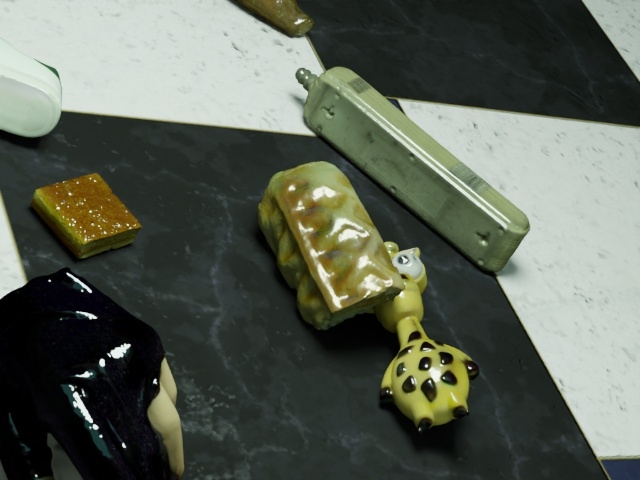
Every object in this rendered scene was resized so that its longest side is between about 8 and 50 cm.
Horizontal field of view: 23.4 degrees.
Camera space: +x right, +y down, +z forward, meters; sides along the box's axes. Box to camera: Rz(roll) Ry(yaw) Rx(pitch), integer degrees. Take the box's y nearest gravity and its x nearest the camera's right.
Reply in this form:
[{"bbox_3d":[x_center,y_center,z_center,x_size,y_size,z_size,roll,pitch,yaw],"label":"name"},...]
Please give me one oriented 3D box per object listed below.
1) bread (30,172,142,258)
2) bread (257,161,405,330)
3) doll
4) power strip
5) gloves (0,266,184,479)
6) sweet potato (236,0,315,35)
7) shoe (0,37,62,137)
[{"bbox_3d":[-0.266,-0.028,1.755,0.090,0.035,0.094,-19,59,-46],"label":"bread"},{"bbox_3d":[0.000,0.000,1.826,0.088,0.128,0.232,45,14,-51],"label":"bread"},{"bbox_3d":[0.103,0.104,1.807,0.117,0.086,0.291,-14,46,-6],"label":"doll"},{"bbox_3d":[0.112,-0.109,2.062,0.387,0.092,0.066,41,37,14],"label":"power strip"},{"bbox_3d":[-0.223,0.173,1.473,0.197,0.152,0.301,-28,76,-19],"label":"gloves"},{"bbox_3d":[-0.117,-0.409,2.268,0.286,0.085,0.112,42,33,16],"label":"sweet potato"},{"bbox_3d":[-0.426,-0.208,1.825,0.265,0.095,0.110,26,26,-10],"label":"shoe"}]
